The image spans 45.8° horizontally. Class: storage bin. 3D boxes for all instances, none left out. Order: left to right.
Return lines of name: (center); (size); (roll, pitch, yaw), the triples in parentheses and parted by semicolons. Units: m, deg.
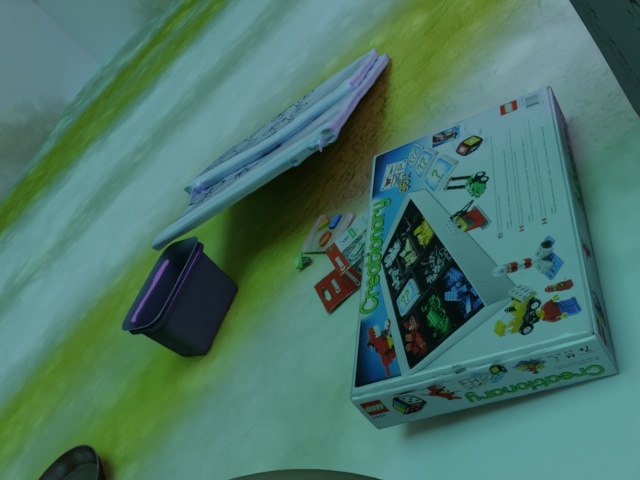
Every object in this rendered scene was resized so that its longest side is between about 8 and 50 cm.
storage bin: (-0.173, 0.079, 0.956); (0.098, 0.091, 0.135); (-14, 42, 45)

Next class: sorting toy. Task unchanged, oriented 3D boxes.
sorting toy: (0.000, 0.000, 0.903); (0.062, 0.012, 0.083); (-1, 53, 53)

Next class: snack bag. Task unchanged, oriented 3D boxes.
snack bag: (-0.070, -0.131, 1.040); (0.323, 0.037, 0.342); (-29, 17, 29)

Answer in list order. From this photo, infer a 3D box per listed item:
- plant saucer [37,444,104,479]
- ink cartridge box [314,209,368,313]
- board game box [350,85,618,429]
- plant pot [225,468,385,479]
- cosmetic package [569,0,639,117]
plant saucer: (-0.312, 0.326, 0.902); (0.168, 0.029, 0.168); (-32, 32, 24)
ink cartridge box: (0.034, 0.019, 0.816); (0.115, 0.029, 0.063); (-43, 30, 6)
board game box: (0.130, 0.002, 0.659); (0.192, 0.053, 0.305); (-20, 38, 26)
plant pot: (-0.033, 0.254, 0.452); (0.284, 0.191, 0.284); (-34, 31, 24)
cosmetic package: (0.287, -0.225, 0.397); (0.327, 0.329, 0.394); (-35, 17, 20)
